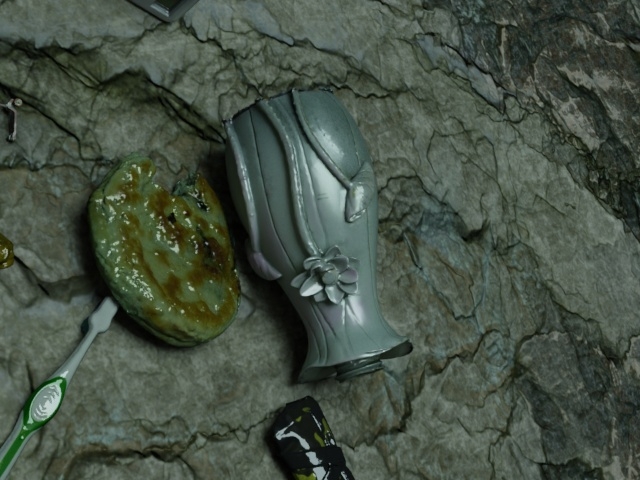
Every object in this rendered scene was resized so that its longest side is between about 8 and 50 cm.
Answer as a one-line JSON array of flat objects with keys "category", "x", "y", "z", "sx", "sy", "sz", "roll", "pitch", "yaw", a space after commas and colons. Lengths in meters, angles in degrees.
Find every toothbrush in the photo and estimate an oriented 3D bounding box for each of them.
[{"category": "toothbrush", "x": -0.362, "y": 0.219, "z": 1.604, "sx": 0.042, "sy": 0.040, "sz": 0.418, "roll": 44, "pitch": 44, "yaw": -18}]

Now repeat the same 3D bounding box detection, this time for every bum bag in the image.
[{"category": "bum bag", "x": 0.000, "y": 0.349, "z": 1.864, "sx": 0.106, "sy": 0.060, "sz": 0.233, "roll": -21, "pitch": 80, "yaw": -39}]

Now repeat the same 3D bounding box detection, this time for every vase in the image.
[{"category": "vase", "x": 0.000, "y": 0.000, "z": 1.952, "sx": 0.250, "sy": 0.250, "sz": 0.446, "roll": -5, "pitch": 74, "yaw": -45}]

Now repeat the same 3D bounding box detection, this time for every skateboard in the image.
[{"category": "skateboard", "x": -0.464, "y": -0.177, "z": 1.750, "sx": 0.083, "sy": 0.032, "sz": 0.064, "roll": 15, "pitch": 68, "yaw": -41}]

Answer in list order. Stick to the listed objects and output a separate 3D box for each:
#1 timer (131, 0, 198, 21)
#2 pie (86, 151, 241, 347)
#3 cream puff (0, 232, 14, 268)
[{"category": "timer", "x": -0.252, "y": -0.509, "z": 2.020, "sx": 0.194, "sy": 0.192, "sz": 0.195, "roll": 27, "pitch": 51, "yaw": -30}, {"category": "pie", "x": -0.221, "y": 0.015, "z": 1.827, "sx": 0.302, "sy": 0.066, "sz": 0.303, "roll": 34, "pitch": 42, "yaw": -37}, {"category": "cream puff", "x": -0.445, "y": 0.009, "z": 1.641, "sx": 0.058, "sy": 0.083, "sz": 0.083, "roll": -52, "pitch": 125, "yaw": -5}]
